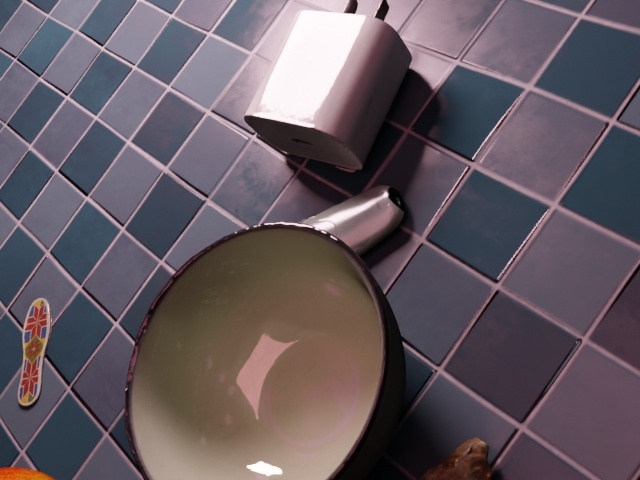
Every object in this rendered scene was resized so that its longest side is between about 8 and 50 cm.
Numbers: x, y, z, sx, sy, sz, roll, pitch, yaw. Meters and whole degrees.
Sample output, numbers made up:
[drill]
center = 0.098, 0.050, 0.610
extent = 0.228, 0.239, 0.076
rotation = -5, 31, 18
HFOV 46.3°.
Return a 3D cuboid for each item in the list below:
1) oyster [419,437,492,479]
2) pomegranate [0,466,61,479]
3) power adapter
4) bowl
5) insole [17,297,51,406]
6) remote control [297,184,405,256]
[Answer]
[oyster]
center = 0.102, 0.368, 0.776
extent = 0.166, 0.110, 0.341
rotation = 25, 82, 35
[pomegranate]
center = -0.405, 0.408, 0.996
extent = 0.235, 0.210, 0.210
rotation = -15, 61, 24
[power adapter]
center = 0.023, -0.251, 1.107
extent = 0.187, 0.124, 0.255
rotation = 19, 79, 34
[bowl]
center = -0.043, 0.172, 0.907
extent = 0.353, 0.185, 0.354
rotation = -13, 62, 25
[insole]
center = -0.487, 0.187, 1.273
extent = 0.065, 0.006, 0.194
rotation = -16, 60, 24
[remote control]
center = 0.001, 0.000, 1.051
extent = 0.256, 0.045, 0.097
rotation = -31, 56, 11
